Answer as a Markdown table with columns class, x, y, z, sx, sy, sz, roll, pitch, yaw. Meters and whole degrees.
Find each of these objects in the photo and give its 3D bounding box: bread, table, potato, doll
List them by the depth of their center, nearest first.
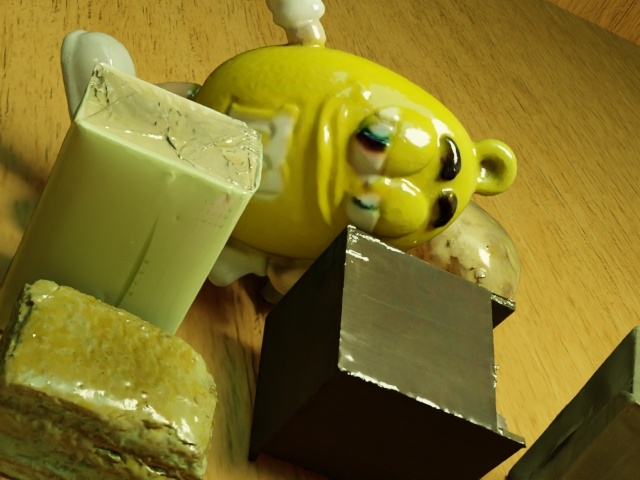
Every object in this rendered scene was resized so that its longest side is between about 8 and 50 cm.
| class | x | y | z | sx | sy | sz | roll | pitch | yaw |
| --- | --- | --- | --- | --- | --- | --- | --- | --- | --- |
| bread | -0.173 | 0.130 | 0.867 | 0.196 | 0.102 | 0.138 | 27 | 31 | -13 |
| table | 0.061 | 0.129 | 1.007 | 0.193 | 0.172 | 0.169 | 23 | 44 | -19 |
| doll | -0.065 | -0.108 | 1.054 | 0.348 | 0.423 | 0.161 | 62 | 16 | -6 |
| potato | 0.174 | 0.014 | 1.385 | 0.161 | 0.128 | 0.235 | 31 | 19 | -37 |

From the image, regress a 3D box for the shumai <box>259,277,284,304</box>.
| class | x | y | z | sx | sy | sz | roll | pitch | yaw |
| --- | --- | --- | --- | --- | --- | --- | --- | --- | --- |
| shumai | 0.000 | 0.000 | 1.208 | 0.161 | 0.209 | 0.153 | 8 | 67 | -61 |

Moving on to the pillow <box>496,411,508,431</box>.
| class | x | y | z | sx | sy | sz | roll | pitch | yaw |
| --- | --- | --- | --- | --- | --- | --- | --- | --- | --- |
| pillow | 0.103 | 0.157 | 1.163 | 0.232 | 0.038 | 0.130 | 40 | 28 | 13 |

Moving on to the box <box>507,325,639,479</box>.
| class | x | y | z | sx | sy | sz | roll | pitch | yaw |
| --- | --- | --- | --- | --- | --- | --- | --- | --- | --- |
| box | 0.289 | 0.230 | 1.032 | 0.155 | 0.231 | 0.149 | 33 | 28 | 2 |

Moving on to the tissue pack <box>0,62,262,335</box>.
| class | x | y | z | sx | sy | sz | roll | pitch | yaw |
| --- | --- | --- | --- | --- | --- | --- | --- | --- | --- |
| tissue pack | -0.172 | -0.010 | 0.947 | 0.159 | 0.234 | 0.125 | 23 | 31 | -15 |
